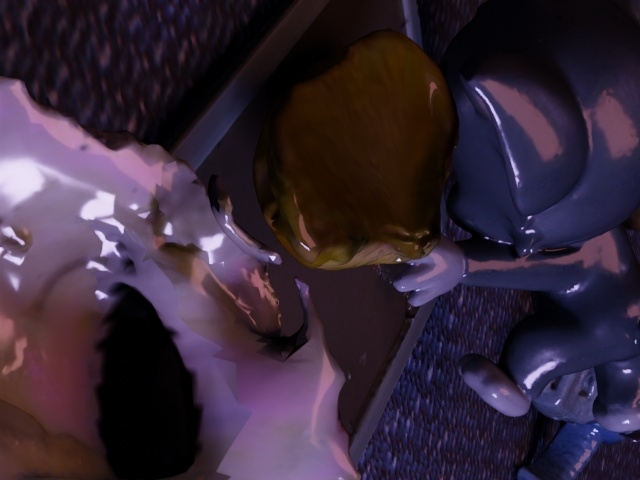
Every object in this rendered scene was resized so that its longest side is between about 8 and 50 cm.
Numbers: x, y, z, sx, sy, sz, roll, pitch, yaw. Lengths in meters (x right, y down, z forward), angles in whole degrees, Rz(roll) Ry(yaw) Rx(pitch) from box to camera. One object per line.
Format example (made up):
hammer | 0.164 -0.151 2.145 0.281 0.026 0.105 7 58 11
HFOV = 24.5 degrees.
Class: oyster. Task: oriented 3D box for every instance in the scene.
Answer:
oyster | -0.069 0.029 0.400 0.209 0.072 0.132 21 71 -36

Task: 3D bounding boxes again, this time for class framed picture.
framed picture | 0.000 0.000 0.653 0.293 0.018 0.231 -57 144 -50

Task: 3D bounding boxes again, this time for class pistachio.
pistachio | 0.011 -0.027 0.586 0.089 0.049 0.173 62 31 -9

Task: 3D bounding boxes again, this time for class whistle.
whistle | 0.206 0.099 1.080 0.180 0.093 0.269 -62 158 8

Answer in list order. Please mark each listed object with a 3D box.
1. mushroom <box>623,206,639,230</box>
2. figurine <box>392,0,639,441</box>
mushroom | 0.335 -0.074 1.304 0.154 0.137 0.407 -65 161 8
figurine | 0.124 -0.006 0.757 0.193 0.140 0.265 -32 100 -43
